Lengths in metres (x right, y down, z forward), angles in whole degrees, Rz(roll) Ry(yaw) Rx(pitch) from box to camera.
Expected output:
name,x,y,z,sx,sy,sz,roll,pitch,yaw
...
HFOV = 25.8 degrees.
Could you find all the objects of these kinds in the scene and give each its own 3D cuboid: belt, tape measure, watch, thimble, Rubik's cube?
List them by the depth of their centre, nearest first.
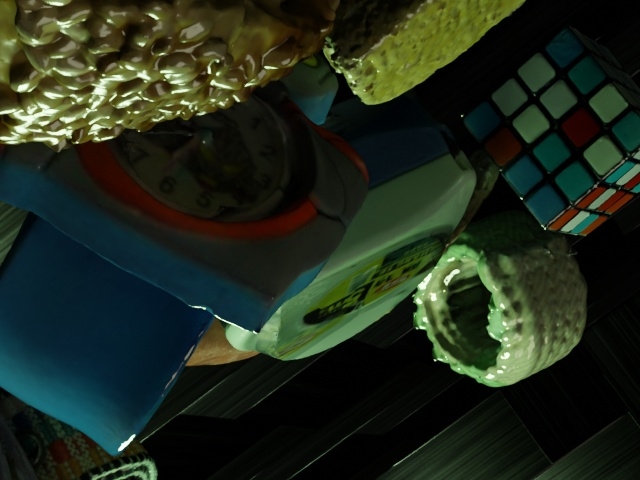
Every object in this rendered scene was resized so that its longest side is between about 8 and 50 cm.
name,x,y,z,sx,sy,sz,roll,pitch,yaw
watch,-0.121,-0.023,0.964,0.274,0.241,0.305,-54,-173,40
tape measure,0.001,0.000,1.321,0.259,0.138,0.262,-24,160,-25
belt,-0.275,0.254,1.447,0.207,0.160,0.295,-25,160,-27
Rubik's cube,0.268,-0.112,1.471,0.151,0.154,0.155,-42,161,20
thimble,0.231,0.073,1.799,0.150,0.219,0.219,-20,158,-36

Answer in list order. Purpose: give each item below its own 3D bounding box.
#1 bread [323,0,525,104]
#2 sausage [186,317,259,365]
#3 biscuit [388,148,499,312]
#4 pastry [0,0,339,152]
name,x,y,z,sx,sy,sz,roll,pitch,yaw
bread,0.071,-0.191,0.974,0.196,0.102,0.138,-43,161,0
sausage,-0.153,0.079,1.336,0.088,0.088,0.433,-39,161,14
biscuit,0.132,-0.021,1.487,0.250,0.032,0.133,-53,-174,-26
pastry,-0.084,-0.159,0.679,0.316,0.184,0.284,-42,160,23
